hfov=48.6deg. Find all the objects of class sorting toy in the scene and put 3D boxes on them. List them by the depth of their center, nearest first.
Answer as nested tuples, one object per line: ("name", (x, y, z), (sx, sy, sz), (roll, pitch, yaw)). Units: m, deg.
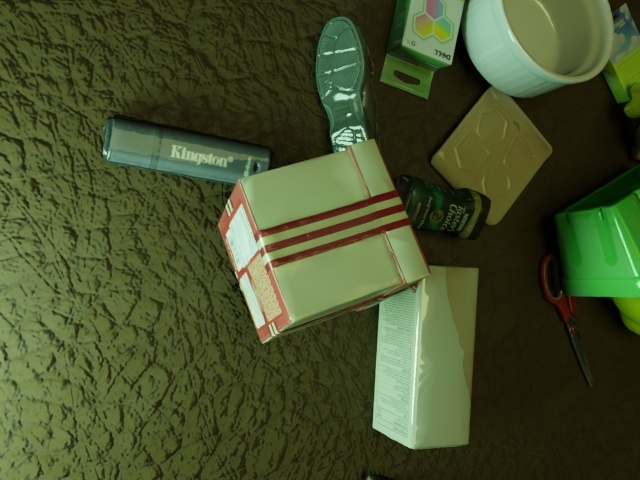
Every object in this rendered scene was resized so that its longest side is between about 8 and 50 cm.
("sorting toy", (0.332, -0.165, 1.378), (0.193, 0.038, 0.208), (45, 78, -18))

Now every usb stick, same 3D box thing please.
("usb stick", (-0.206, -0.138, 1.132), (0.278, 0.045, 0.077), (9, 86, -24))

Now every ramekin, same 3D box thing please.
("ramekin", (0.397, -0.404, 1.324), (0.277, 0.135, 0.277), (6, 77, -27))

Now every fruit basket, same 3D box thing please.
("fruit basket", (0.674, 0.042, 1.404), (0.393, 0.283, 0.391), (1, 86, -20))

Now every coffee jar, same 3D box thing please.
("coffee jar", (0.219, -0.058, 1.296), (0.185, 0.079, 0.096), (8, 110, -24))

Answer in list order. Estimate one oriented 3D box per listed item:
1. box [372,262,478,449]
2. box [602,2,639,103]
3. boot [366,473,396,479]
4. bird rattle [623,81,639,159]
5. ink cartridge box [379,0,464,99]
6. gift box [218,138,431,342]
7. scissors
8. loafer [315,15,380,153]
("box", (0.183, 0.195, 1.256), (0.121, 0.148, 0.310), (3, 91, -24))
("box", (0.638, -0.395, 1.502), (0.109, 0.042, 0.178), (-37, 104, -20))
("boot", (0.187, 0.527, 1.288), (0.305, 0.112, 0.115), (36, 87, -22))
("bird rattle", (0.759, -0.249, 1.482), (0.254, 0.206, 0.143), (-6, 50, -9))
("ink cartridge box", (0.189, -0.378, 1.294), (0.109, 0.062, 0.209), (15, 85, -24))
("gift box", (0.000, 0.000, 1.121), (0.258, 0.276, 0.255), (-18, 85, -19))
("scissors", (0.510, 0.170, 1.469), (0.109, 0.021, 0.296), (-10, 96, -26))
("loafer", (0.055, -0.250, 1.236), (0.084, 0.096, 0.267), (-17, 102, -60))
